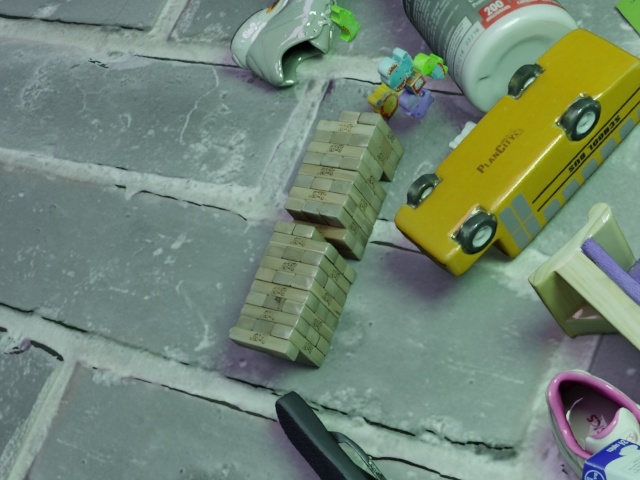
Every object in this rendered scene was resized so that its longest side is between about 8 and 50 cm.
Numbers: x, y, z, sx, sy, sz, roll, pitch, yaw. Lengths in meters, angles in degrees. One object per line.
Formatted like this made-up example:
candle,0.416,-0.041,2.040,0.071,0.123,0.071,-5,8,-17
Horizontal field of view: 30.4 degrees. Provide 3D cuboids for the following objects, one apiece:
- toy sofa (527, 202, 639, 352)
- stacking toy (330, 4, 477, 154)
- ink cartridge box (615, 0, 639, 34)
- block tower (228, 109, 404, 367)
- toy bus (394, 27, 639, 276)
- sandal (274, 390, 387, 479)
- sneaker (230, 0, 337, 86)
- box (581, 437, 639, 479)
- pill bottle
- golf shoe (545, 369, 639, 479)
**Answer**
toy sofa,0.397,0.112,1.183,0.177,0.150,0.362,-43,51,2
stacking toy,0.105,-0.194,1.481,0.167,0.221,0.052,34,82,34
ink cartridge box,0.478,-0.278,1.391,0.188,0.097,0.255,-34,53,9
block tower,0.000,0.000,1.510,0.091,0.097,0.336,10,67,33
toy bus,0.245,-0.098,1.400,0.333,0.130,0.108,-48,53,-2
sandal,0.032,0.258,1.350,0.054,0.097,0.254,-26,49,-19
sneaker,-0.007,-0.332,1.708,0.121,0.099,0.262,41,98,29
box,0.307,0.267,1.065,0.137,0.072,0.126,16,110,38
pill bottle,0.200,-0.305,1.520,0.161,0.161,0.283,-35,50,8
golf shoe,0.323,0.245,1.158,0.115,0.140,0.306,-43,53,0
